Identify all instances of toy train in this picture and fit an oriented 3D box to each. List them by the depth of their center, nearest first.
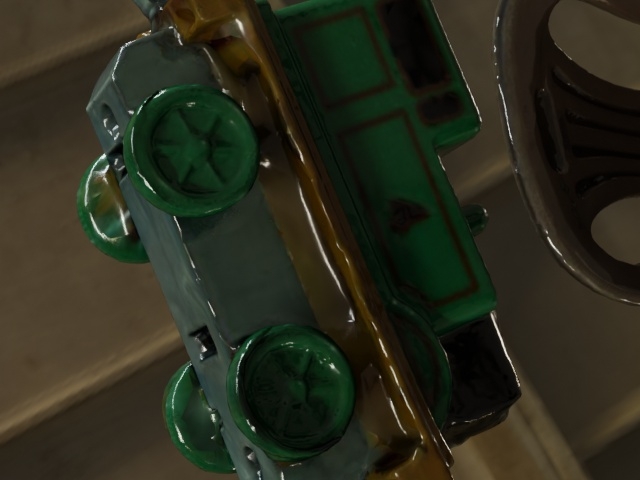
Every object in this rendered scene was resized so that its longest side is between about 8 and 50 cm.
[{"bbox_3d":[0.000,0.000,1.034,0.249,0.178,0.429,-22,-93,-23],"label":"toy train"}]

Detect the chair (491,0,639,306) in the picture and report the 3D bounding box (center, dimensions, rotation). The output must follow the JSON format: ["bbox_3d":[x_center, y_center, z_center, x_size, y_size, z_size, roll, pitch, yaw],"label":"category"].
[{"bbox_3d":[0.243,-0.062,0.801,0.326,0.183,0.176,3,-107,-58],"label":"chair"}]
